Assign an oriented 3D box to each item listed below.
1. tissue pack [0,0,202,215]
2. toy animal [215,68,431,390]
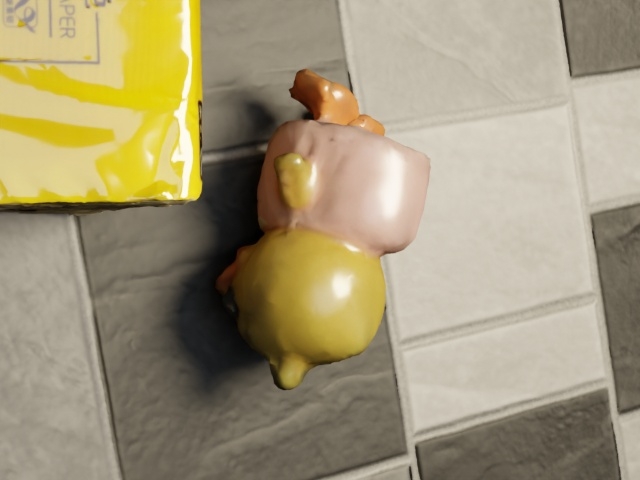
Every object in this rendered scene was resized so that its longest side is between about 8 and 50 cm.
[{"bbox_3d":[-0.227,-0.210,1.020,0.228,0.293,0.381,-3,91,-22],"label":"tissue pack"},{"bbox_3d":[0.003,0.003,1.211,0.195,0.169,0.281,37,73,-59],"label":"toy animal"}]
